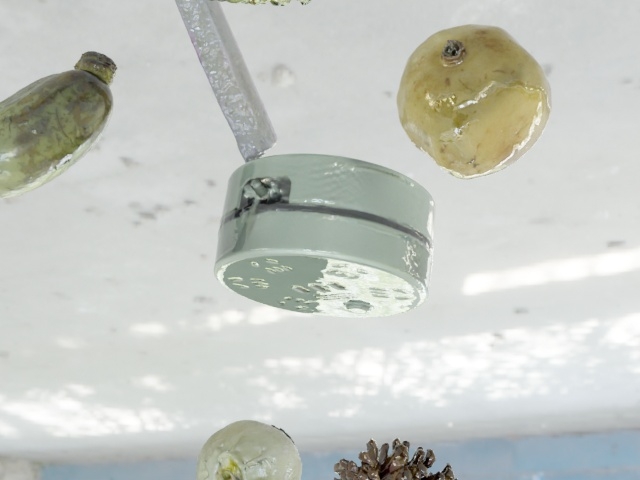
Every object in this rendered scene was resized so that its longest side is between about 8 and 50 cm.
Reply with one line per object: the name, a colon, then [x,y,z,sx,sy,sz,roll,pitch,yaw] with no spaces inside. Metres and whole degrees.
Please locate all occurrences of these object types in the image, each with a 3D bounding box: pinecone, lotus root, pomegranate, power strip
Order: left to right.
lotus root: [-0.426,-0.179,1.639,0.173,0.309,0.173,35,151,23]
power strip: [0.000,0.000,1.619,0.358,0.161,0.357,7,161,2]
pinecone: [0.113,0.383,1.575,0.195,0.179,0.150,-7,-177,4]
pomegranate: [0.328,-0.303,2.267,0.333,0.332,0.332,2,160,1]

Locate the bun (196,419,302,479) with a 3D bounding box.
bun: [-0.159,0.483,2.156,0.239,0.239,0.141,-9,163,28]

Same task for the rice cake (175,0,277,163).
rice cake: [-0.163,-0.308,1.708,0.064,0.399,0.070,-18,-164,16]

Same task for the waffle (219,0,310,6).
waffle: [-0.077,-0.395,1.534,0.208,0.054,0.214,-6,169,-20]
